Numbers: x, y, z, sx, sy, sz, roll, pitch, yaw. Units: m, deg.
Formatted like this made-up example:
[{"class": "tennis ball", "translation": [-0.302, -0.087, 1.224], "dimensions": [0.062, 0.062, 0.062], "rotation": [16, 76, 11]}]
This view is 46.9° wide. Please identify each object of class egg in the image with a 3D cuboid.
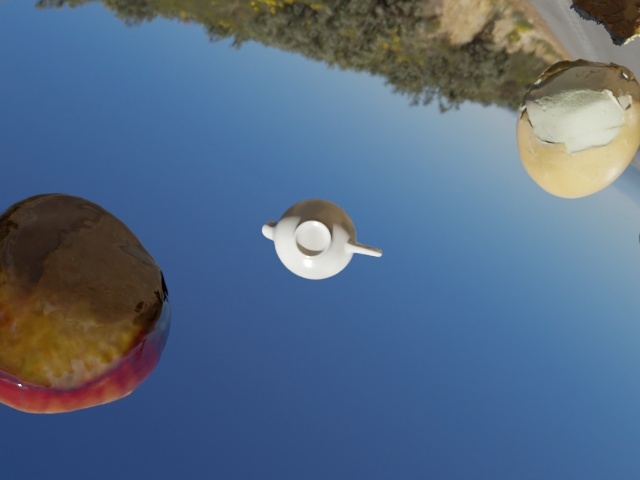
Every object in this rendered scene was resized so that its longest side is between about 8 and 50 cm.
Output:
[{"class": "egg", "translation": [0.430, -0.179, 1.234], "dimensions": [0.201, 0.244, 0.201], "rotation": [-3, -135, 3]}]

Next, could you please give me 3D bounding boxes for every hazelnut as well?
[{"class": "hazelnut", "translation": [-0.270, 0.067, 0.765], "dimensions": [0.229, 0.229, 0.229], "rotation": [33, -163, -11]}]

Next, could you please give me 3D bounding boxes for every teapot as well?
[{"class": "teapot", "translation": [0.000, 0.000, 1.325], "dimensions": [0.226, 0.145, 0.092], "rotation": [15, -175, 4]}]

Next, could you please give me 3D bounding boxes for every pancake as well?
[{"class": "pancake", "translation": [0.617, -0.488, 1.451], "dimensions": [0.212, 0.257, 0.056], "rotation": [33, 168, 6]}]

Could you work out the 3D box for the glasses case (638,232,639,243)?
[{"class": "glasses case", "translation": [0.547, 0.056, 0.904], "dimensions": [0.131, 0.074, 0.323], "rotation": [11, -158, -29]}]
